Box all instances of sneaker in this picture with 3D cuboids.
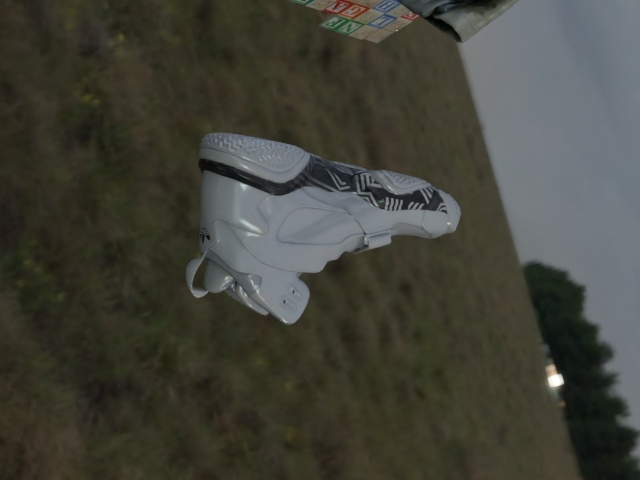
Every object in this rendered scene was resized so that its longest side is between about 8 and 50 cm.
[{"bbox_3d":[0.000,0.000,1.479,0.137,0.366,0.210,16,-87,62],"label":"sneaker"}]

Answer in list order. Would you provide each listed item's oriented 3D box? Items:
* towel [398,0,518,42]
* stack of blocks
[{"bbox_3d":[0.209,-0.386,1.395,0.056,0.324,0.312,52,-2,-36],"label":"towel"},{"bbox_3d":[0.062,-0.439,2.022,0.297,0.171,0.087,4,66,-51],"label":"stack of blocks"}]
